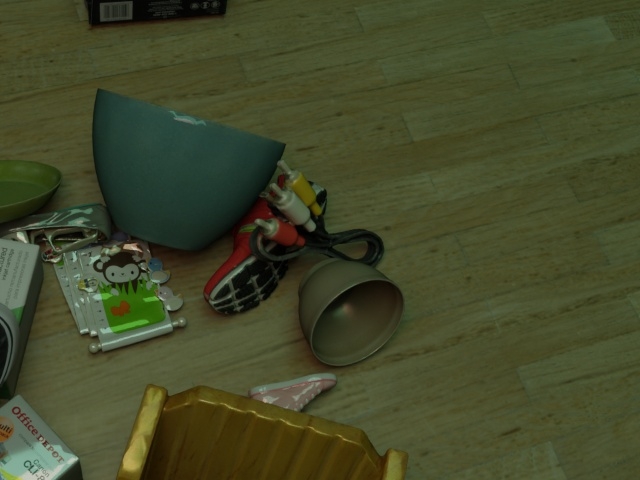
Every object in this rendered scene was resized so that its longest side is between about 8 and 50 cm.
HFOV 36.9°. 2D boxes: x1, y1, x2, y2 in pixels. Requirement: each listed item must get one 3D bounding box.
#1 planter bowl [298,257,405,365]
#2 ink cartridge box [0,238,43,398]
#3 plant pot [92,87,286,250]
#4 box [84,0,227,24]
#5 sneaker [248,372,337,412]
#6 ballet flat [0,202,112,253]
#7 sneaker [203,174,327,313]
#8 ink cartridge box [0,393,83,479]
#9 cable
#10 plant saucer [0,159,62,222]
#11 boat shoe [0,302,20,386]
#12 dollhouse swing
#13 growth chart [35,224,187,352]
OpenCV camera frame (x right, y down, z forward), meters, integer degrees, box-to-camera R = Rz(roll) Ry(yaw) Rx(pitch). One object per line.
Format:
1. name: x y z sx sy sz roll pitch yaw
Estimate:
1. planter bowl: 0.031 0.094 1.456 0.162 0.162 0.109 -21 43 -21
2. ink cartridge box: -0.552 0.092 1.344 0.278 0.117 0.201 10 62 -7
3. plant pot: -0.218 -0.095 1.450 0.290 0.290 0.195 16 96 -3
4. box: -0.293 -0.487 1.671 0.247 0.163 0.142 -8 62 -16
5. sneaker: -0.035 0.241 1.416 0.134 0.051 0.070 -10 67 -13
6. ballet flat: -0.418 -0.010 1.430 0.213 0.072 0.068 -8 71 -14
7. sneaker: -0.102 0.002 1.513 0.118 0.107 0.279 26 56 23
8. ink cartridge box: -0.418 0.315 1.252 0.128 0.127 0.176 43 62 11
9. cable: 0.000 0.000 1.456 0.287 0.072 0.139 32 75 -38
10. plant saucer: -0.503 -0.067 1.417 0.241 0.037 0.241 -2 22 1
11. boat shoe: -0.490 0.210 1.217 0.108 0.102 0.301 38 99 -13
12. dollhouse swing: -0.108 0.415 1.188 0.347 0.315 0.305 17 41 -3
13. growth chart: -0.318 0.060 1.461 0.172 0.021 0.237 -24 68 -21
